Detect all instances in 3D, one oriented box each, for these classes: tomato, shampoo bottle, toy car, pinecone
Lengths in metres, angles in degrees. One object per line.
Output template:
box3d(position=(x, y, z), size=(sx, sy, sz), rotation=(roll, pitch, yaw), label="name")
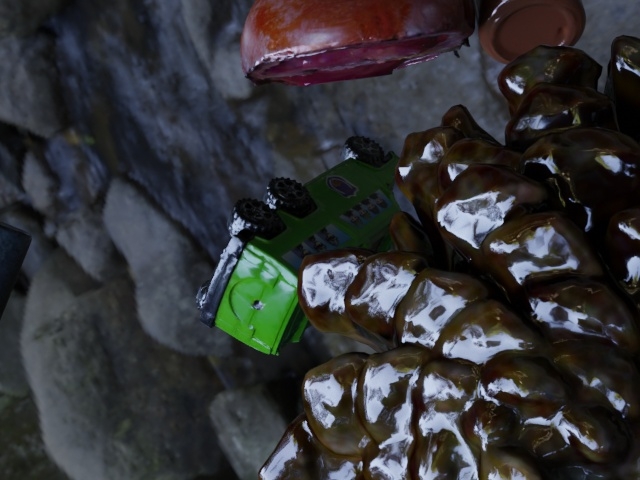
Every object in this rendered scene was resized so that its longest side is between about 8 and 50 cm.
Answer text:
box3d(position=(0.022, -0.175, 0.842), size=(0.189, 0.173, 0.099), rotation=(167, 94, -82), label="tomato")
box3d(position=(0.152, -0.251, 0.895), size=(0.085, 0.085, 0.244), rotation=(115, 159, -51), label="shampoo bottle")
box3d(position=(0.000, 0.000, 0.625), size=(0.062, 0.165, 0.071), rotation=(36, 126, 15), label="toy car")
box3d(position=(0.101, 0.041, 0.407), size=(0.229, 0.201, 0.202), rotation=(-26, 124, 23), label="pinecone")

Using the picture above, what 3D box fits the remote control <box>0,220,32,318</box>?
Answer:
box3d(position=(-0.301, 0.152, 0.708), size=(0.377, 0.107, 0.044), rotation=(-69, 16, -1), label="remote control")
